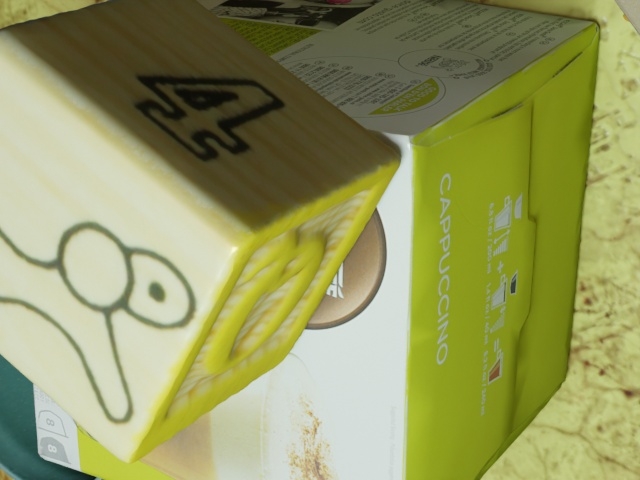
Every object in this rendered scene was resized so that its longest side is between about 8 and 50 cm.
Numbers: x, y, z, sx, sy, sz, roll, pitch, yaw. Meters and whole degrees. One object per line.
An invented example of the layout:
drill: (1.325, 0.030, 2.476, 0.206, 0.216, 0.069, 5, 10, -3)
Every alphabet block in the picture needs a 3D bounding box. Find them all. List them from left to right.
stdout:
alphabet block: (-0.104, -0.017, 0.919, 0.197, 0.193, 0.192, 39, 124, 14)

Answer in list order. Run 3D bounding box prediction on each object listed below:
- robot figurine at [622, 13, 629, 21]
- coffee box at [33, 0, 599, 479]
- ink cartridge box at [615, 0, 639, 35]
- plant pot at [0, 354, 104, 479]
robot figurine: (0.366, -0.190, 1.035, 0.291, 0.085, 0.211, -36, 89, 38)
coffee box: (0.000, 0.000, 1.189, 0.334, 0.338, 0.338, 13, 116, 27)
ink cartridge box: (0.262, -0.250, 0.929, 0.234, 0.088, 0.193, -22, 121, 40)
plant pot: (-0.226, 0.074, 1.440, 0.293, 0.196, 0.293, 22, 125, 36)
